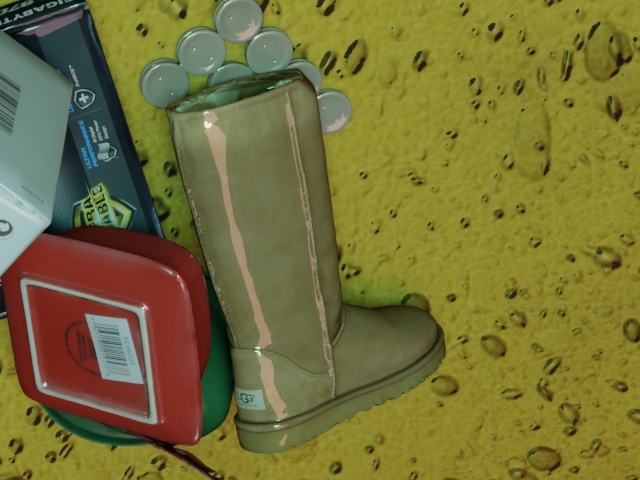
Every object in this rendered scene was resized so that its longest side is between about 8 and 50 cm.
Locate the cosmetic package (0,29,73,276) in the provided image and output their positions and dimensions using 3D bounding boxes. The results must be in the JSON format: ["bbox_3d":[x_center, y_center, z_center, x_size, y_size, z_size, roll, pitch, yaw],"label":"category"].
[{"bbox_3d":[-0.331,0.023,1.066,0.155,0.197,0.365,37,112,-23],"label":"cosmetic package"}]

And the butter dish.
[{"bbox_3d":[-0.138,0.049,1.187,0.160,0.118,0.160,13,126,23],"label":"butter dish"}]

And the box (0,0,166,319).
[{"bbox_3d":[-0.223,-0.057,1.190,0.175,0.051,0.220,-20,122,-8],"label":"box"}]

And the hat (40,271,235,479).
[{"bbox_3d":[-0.108,0.134,1.254,0.209,0.183,0.173,10,113,-23],"label":"hat"}]

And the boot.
[{"bbox_3d":[0.000,0.000,1.253,0.236,0.089,0.269,-28,114,-48],"label":"boot"}]

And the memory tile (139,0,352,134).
[{"bbox_3d":[-0.056,-0.108,1.244,0.113,0.012,0.148,-42,123,6],"label":"memory tile"}]
